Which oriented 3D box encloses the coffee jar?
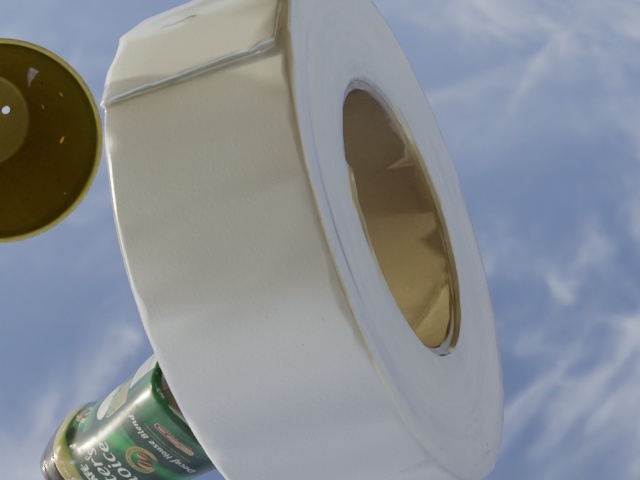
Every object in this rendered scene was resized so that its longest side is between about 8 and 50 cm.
[{"bbox_3d":[-0.131,0.148,1.226,0.096,0.184,0.079,40,-136,-15],"label":"coffee jar"}]

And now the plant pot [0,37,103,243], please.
[{"bbox_3d":[-0.221,-0.074,1.089,0.134,0.134,0.095,-10,-163,-17],"label":"plant pot"}]

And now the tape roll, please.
[{"bbox_3d":[0.000,0.000,0.846,0.100,0.286,0.286,-17,-145,19],"label":"tape roll"}]
